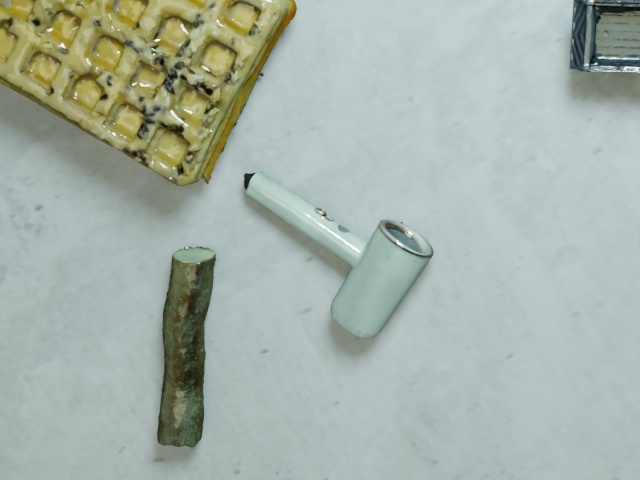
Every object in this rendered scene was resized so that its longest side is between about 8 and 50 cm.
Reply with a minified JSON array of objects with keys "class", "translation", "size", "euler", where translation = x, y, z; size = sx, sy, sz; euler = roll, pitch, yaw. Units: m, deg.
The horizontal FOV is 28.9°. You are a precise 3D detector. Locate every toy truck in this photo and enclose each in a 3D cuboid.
[{"class":"toy truck","translation":[0.360,-0.215,1.300],"size":[0.192,0.092,0.083],"euler":[3,105,11]}]

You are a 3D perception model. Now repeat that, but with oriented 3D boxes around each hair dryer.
[{"class":"hair dryer","translation":[0.000,0.000,1.451],"size":[0.236,0.073,0.131],"euler":[34,110,4]}]

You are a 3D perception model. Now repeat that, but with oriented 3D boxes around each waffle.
[{"class":"waffle","translation":[-0.239,-0.258,1.410],"size":[0.376,0.114,0.261],"euler":[30,106,3]}]

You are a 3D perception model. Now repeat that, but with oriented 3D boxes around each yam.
[{"class":"yam","translation":[-0.167,0.132,1.526],"size":[0.061,0.061,0.253],"euler":[9,106,10]}]
